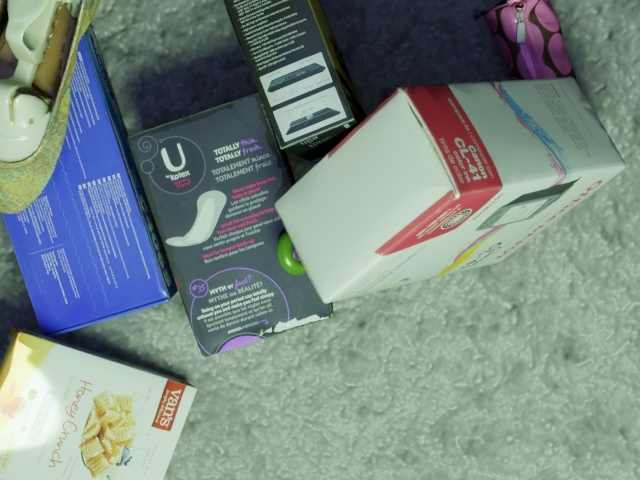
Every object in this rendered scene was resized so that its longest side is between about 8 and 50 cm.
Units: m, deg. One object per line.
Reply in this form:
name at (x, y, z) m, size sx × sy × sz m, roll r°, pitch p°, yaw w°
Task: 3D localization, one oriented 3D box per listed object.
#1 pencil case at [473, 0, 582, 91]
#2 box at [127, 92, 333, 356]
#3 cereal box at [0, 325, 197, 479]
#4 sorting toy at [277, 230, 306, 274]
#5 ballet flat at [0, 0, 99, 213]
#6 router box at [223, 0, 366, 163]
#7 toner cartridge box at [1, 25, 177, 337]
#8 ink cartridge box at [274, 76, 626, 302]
pencil case at (0.262, -0.191, 1.264) m, size 0.095 × 0.098 × 0.209 m, roll -24°, pitch 96°, yaw 4°
box at (-0.100, -0.022, 1.271) m, size 0.165 × 0.143 × 0.270 m, roll -18°, pitch 96°, yaw 2°
cereal box at (-0.287, 0.221, 1.291) m, size 0.240 × 0.047 × 0.173 m, roll 22°, pitch 87°, yaw -27°
sorting toy at (0.000, 0.000, 1.186) m, size 0.042 × 0.102 × 0.061 m, roll -12°, pitch 94°, yaw 46°
ballet flat at (-0.331, -0.197, 1.199) m, size 0.123 × 0.123 × 0.348 m, roll 19°, pitch 96°, yaw 0°
router box at (-0.028, -0.213, 1.154) m, size 0.081 × 0.309 × 0.243 m, roll -22°, pitch 89°, yaw 6°
toner cartridge box at (-0.307, -0.072, 1.307) m, size 0.165 × 0.075 × 0.347 m, roll -16°, pitch 96°, yaw 2°
ink cartridge box at (0.142, -0.058, 1.137) m, size 0.226 × 0.306 × 0.131 m, roll -42°, pitch 66°, yaw 42°
